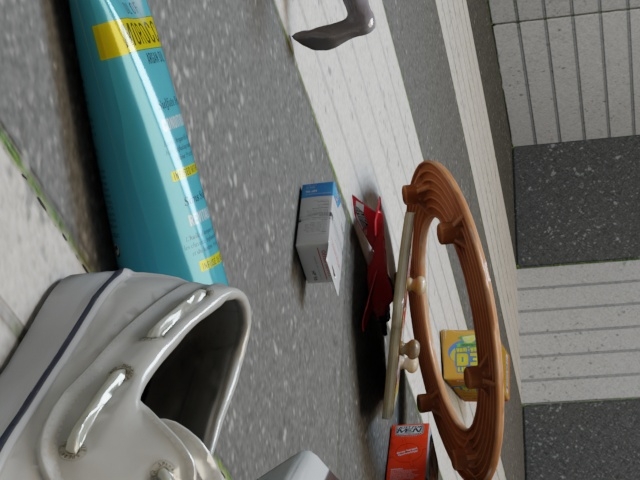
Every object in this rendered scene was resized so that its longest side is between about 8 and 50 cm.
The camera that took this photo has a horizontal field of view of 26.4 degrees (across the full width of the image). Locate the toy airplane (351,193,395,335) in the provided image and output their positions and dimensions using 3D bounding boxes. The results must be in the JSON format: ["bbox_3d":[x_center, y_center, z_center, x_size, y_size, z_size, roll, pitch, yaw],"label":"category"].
[{"bbox_3d":[0.055,0.022,1.341,0.151,0.028,0.151,-5,90,-80],"label":"toy airplane"}]

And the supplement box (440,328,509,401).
[{"bbox_3d":[0.228,0.183,1.983,0.233,0.078,0.080,50,40,-69],"label":"supplement box"}]

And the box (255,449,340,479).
[{"bbox_3d":[-0.011,0.213,0.527,0.182,0.119,0.181,49,24,-7],"label":"box"}]

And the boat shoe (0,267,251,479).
[{"bbox_3d":[-0.081,0.099,0.516,0.267,0.088,0.096,-73,155,-62],"label":"boat shoe"}]

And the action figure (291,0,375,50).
[{"bbox_3d":[0.052,-0.320,1.130,0.341,0.178,0.330,61,36,-58],"label":"action figure"}]

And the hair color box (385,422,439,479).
[{"bbox_3d":[0.093,0.259,1.389,0.141,0.043,0.072,-80,160,-54],"label":"hair color box"}]

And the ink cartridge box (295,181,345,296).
[{"bbox_3d":[0.000,0.000,1.085,0.048,0.028,0.083,72,17,-46],"label":"ink cartridge box"}]

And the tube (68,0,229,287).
[{"bbox_3d":[-0.088,-0.053,0.661,0.080,0.052,0.207,-68,146,-79],"label":"tube"}]

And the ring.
[{"bbox_3d":[0.123,0.085,1.395,0.336,0.032,0.336,173,-90,-81],"label":"ring"}]

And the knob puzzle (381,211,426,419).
[{"bbox_3d":[0.087,0.069,1.345,0.213,0.030,0.213,6,90,-85],"label":"knob puzzle"}]
